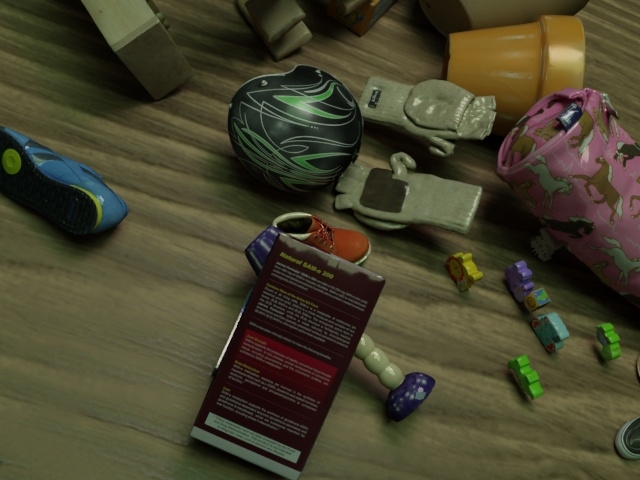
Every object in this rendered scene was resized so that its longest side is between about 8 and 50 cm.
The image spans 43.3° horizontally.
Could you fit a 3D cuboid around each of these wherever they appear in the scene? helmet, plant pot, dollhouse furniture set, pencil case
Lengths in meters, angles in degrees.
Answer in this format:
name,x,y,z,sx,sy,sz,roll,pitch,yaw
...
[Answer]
name,x,y,z,sx,sy,sz,roll,pitch,yaw
helmet,-0.036,-0.144,1.072,0.169,0.169,0.161,43,40,10
plant pot,0.266,-0.427,1.304,0.191,0.284,0.284,-40,77,-9
dollhouse furniture set,-0.149,-0.423,1.101,0.394,0.362,0.256,-35,74,-1
plant pot,0.281,-0.242,1.230,0.187,0.205,0.205,5,57,3
pencil case,0.423,-0.034,1.110,0.386,0.167,0.160,43,51,-11

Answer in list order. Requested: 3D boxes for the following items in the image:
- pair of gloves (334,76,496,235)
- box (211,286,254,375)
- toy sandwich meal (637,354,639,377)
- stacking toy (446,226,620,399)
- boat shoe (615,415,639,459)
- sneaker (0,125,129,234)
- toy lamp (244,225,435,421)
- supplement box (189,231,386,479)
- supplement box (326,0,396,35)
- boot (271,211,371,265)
name,x,y,z,sx,sy,sz,roll,pitch,yaw
pair of gloves,0.135,-0.119,1.136,0.204,0.042,0.240,7,67,18
box,-0.074,0.130,0.972,0.081,0.028,0.136,24,53,-4
toy sandwich meal,0.481,0.180,1.124,0.085,0.029,0.086,8,57,-13
stacking toy,0.294,0.093,1.107,0.166,0.052,0.221,-17,68,-24
boat shoe,0.449,0.245,1.067,0.142,0.040,0.049,-17,67,-27
sneaker,-0.331,-0.077,1.001,0.209,0.069,0.082,33,22,13
toy lamp,0.020,0.094,0.970,0.274,0.080,0.080,44,56,-1
supplement box,-0.036,0.124,0.892,0.130,0.073,0.240,25,89,-3
supplement box,0.104,-0.443,1.353,0.078,0.080,0.233,36,54,7
boot,0.000,0.000,1.043,0.157,0.085,0.059,-1,58,-21
